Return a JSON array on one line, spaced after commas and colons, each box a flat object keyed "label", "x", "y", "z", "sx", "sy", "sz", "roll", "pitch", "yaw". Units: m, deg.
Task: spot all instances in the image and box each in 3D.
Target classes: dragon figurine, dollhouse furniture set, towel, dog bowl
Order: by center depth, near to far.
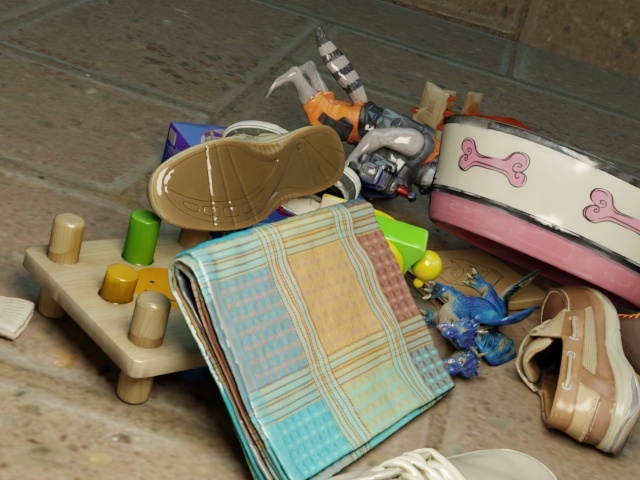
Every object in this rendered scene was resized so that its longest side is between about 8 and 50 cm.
[{"label": "towel", "x": 0.007, "y": 0.100, "z": 1.263, "sx": 0.370, "sy": 0.040, "sz": 0.272, "roll": -20, "pitch": 84, "yaw": -55}, {"label": "dragon figurine", "x": 0.225, "y": 0.109, "z": 1.526, "sx": 0.289, "sy": 0.085, "sz": 0.144, "roll": -5, "pitch": 31, "yaw": -44}, {"label": "dog bowl", "x": 0.336, "y": -0.030, "z": 1.657, "sx": 0.407, "sy": 0.150, "sz": 0.408, "roll": 24, "pitch": -1, "yaw": 1}, {"label": "dollhouse furniture set", "x": 0.309, "y": -0.230, "z": 2.283, "sx": 0.259, "sy": 0.135, "sz": 0.262, "roll": -1, "pitch": 28, "yaw": -35}]

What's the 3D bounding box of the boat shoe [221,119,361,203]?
[{"label": "boat shoe", "x": -0.049, "y": -0.108, "z": 1.647, "sx": 0.219, "sy": 0.078, "sz": 0.070, "roll": 24, "pitch": 23, "yaw": 12}]

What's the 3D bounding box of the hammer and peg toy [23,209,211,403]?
[{"label": "hammer and peg toy", "x": -0.127, "y": 0.060, "z": 1.351, "sx": 0.361, "sy": 0.127, "sz": 0.266, "roll": -5, "pitch": 31, "yaw": -41}]

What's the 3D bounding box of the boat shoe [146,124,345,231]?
[{"label": "boat shoe", "x": -0.101, "y": -0.078, "z": 1.417, "sx": 0.098, "sy": 0.109, "sz": 0.302, "roll": -3, "pitch": 13, "yaw": 45}]

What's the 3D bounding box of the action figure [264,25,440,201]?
[{"label": "action figure", "x": 0.079, "y": -0.173, "z": 1.802, "sx": 0.330, "sy": 0.179, "sz": 0.341, "roll": 35, "pitch": 1, "yaw": -2}]

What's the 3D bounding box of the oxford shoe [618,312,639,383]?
[{"label": "oxford shoe", "x": 0.426, "y": 0.132, "z": 1.588, "sx": 0.096, "sy": 0.098, "sz": 0.271, "roll": -4, "pitch": 30, "yaw": -38}]

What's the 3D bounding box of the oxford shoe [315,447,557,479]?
[{"label": "oxford shoe", "x": 0.087, "y": 0.257, "z": 1.053, "sx": 0.449, "sy": 0.130, "sz": 0.169, "roll": -6, "pitch": 30, "yaw": -44}]

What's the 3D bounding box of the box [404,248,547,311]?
[{"label": "box", "x": 0.217, "y": 0.059, "z": 1.717, "sx": 0.201, "sy": 0.021, "sz": 0.164, "roll": -4, "pitch": 30, "yaw": -38}]

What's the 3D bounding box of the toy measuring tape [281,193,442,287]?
[{"label": "toy measuring tape", "x": 0.000, "y": 0.000, "z": 1.536, "sx": 0.330, "sy": 0.121, "sz": 0.121, "roll": 18, "pitch": 23, "yaw": -3}]

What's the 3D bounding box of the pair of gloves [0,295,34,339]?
[{"label": "pair of gloves", "x": -0.437, "y": 0.076, "z": 1.225, "sx": 0.204, "sy": 0.042, "sz": 0.240, "roll": 19, "pitch": 22, "yaw": 8}]

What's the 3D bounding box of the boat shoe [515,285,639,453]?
[{"label": "boat shoe", "x": 0.313, "y": 0.142, "z": 1.471, "sx": 0.116, "sy": 0.123, "sz": 0.324, "roll": 12, "pitch": 22, "yaw": -5}]

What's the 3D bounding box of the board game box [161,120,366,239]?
[{"label": "board game box", "x": -0.073, "y": -0.067, "z": 1.739, "sx": 0.233, "sy": 0.078, "sz": 0.347, "roll": 3, "pitch": 26, "yaw": -28}]
